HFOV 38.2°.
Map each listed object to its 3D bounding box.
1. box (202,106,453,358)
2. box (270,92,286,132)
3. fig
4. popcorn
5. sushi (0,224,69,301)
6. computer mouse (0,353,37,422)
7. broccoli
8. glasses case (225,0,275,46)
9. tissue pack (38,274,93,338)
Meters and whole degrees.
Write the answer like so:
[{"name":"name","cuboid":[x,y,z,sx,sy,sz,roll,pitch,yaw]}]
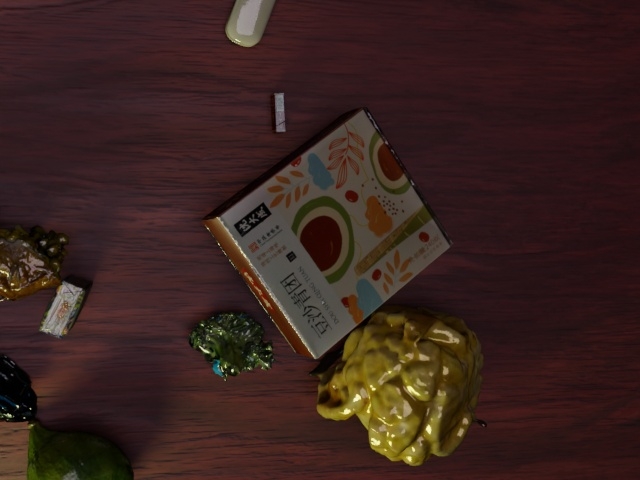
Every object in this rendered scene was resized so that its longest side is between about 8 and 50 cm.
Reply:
[{"name":"box","cuboid":[0.021,-0.018,1.860,0.385,0.122,0.344,-39,104,-18]},{"name":"box","cuboid":[-0.089,-0.266,1.932,0.023,0.051,0.082,-4,95,-10]},{"name":"fig","cuboid":[-0.515,0.459,1.869,0.235,0.203,0.203,32,87,27]},{"name":"popcorn","cuboid":[0.161,0.286,1.920,0.382,0.349,0.349,9,93,26]},{"name":"sushi","cuboid":[-0.613,0.022,1.773,0.167,0.296,0.179,43,65,-46]},{"name":"computer mouse","cuboid":[-0.663,0.284,1.821,0.242,0.146,0.077,43,105,-15]},{"name":"broccoli","cuboid":[-0.182,0.224,1.901,0.154,0.160,0.167,-30,113,19]},{"name":"glasses case","cuboid":[-0.132,-0.499,1.904,0.081,0.051,0.204,22,90,-14]},{"name":"tissue pack","cuboid":[-0.503,0.128,1.828,0.060,0.148,0.108,24,90,-9]}]
